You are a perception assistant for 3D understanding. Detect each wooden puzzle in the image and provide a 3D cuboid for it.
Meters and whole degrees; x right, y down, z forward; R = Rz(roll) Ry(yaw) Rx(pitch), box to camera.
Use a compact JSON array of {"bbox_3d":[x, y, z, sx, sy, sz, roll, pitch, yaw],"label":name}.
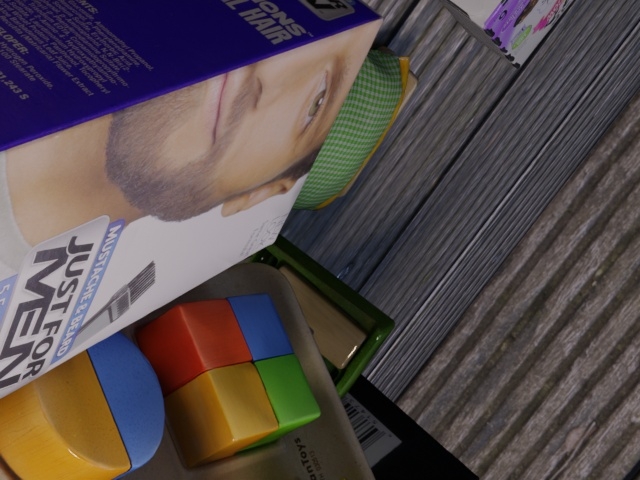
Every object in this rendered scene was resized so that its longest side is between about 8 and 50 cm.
[{"bbox_3d":[-0.076,0.162,0.680,0.080,0.322,0.347,-33,164,36],"label":"wooden puzzle"}]

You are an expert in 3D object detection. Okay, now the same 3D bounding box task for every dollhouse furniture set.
[{"bbox_3d":[0.000,0.000,0.930,0.301,0.151,0.197,-56,164,22],"label":"dollhouse furniture set"}]

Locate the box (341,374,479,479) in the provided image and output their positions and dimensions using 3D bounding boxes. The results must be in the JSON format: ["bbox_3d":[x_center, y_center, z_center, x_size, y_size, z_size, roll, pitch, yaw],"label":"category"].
[{"bbox_3d":[-0.091,0.304,1.127,0.212,0.293,0.395,-24,150,-58],"label":"box"}]

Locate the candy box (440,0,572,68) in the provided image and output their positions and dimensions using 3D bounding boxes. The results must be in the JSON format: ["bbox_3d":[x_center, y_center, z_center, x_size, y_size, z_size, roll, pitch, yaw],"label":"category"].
[{"bbox_3d":[0.187,-0.252,1.016,0.165,0.070,0.196,-53,164,10],"label":"candy box"}]

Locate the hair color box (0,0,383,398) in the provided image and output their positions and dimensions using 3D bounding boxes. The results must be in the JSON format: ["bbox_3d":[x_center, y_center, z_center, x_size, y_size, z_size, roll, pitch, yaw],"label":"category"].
[{"bbox_3d":[-0.123,-0.037,0.582,0.339,0.110,0.185,-33,157,-51],"label":"hair color box"}]
